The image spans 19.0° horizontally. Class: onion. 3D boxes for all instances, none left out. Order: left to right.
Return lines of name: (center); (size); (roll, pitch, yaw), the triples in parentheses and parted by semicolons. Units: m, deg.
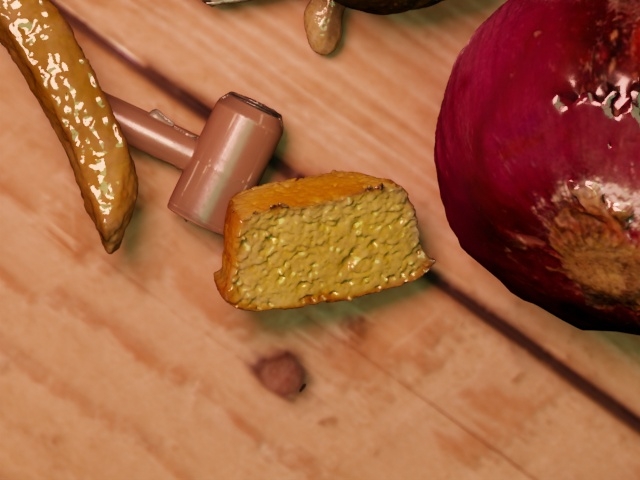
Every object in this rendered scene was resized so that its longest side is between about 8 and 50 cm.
onion: (0.277, -0.109, 1.523); (0.348, 0.348, 0.385); (29, 53, -5)

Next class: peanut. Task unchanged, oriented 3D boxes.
peanut: (0.007, -0.198, 1.611); (0.037, 0.037, 0.083); (10, 87, -4)

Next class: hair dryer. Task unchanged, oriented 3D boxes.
hair dryer: (-0.131, -0.089, 1.598); (0.181, 0.064, 0.117); (25, 93, 1)

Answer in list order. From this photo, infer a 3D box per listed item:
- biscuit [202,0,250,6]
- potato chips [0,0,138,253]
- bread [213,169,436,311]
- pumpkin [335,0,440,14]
biscuit: (-0.102, -0.317, 1.590); (0.147, 0.046, 0.250); (-11, 93, -4)
potato chips: (-0.256, -0.178, 1.561); (0.080, 0.057, 0.407); (-35, 86, -6)
bread: (0.000, 0.000, 1.580); (0.187, 0.065, 0.103); (-12, 113, -17)
pumpkin: (0.045, -0.308, 1.533); (0.260, 0.189, 0.260); (-6, 104, -22)
